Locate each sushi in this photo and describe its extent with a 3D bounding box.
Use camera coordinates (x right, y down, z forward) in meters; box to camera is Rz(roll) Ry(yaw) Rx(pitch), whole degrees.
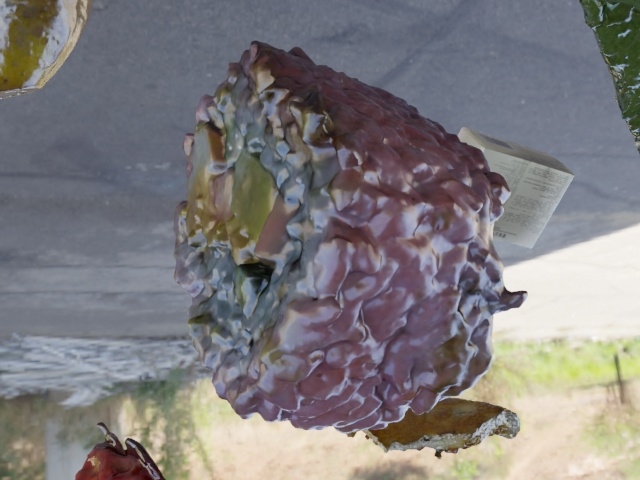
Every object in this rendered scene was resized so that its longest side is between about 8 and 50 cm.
[{"bbox_3d":[0.000,0.000,0.542,0.170,0.270,0.237,6,117,-30],"label":"sushi"}]

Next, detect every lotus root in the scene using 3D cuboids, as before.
[{"bbox_3d":[-0.319,-0.277,0.762,0.193,0.291,0.193,-4,171,-1],"label":"lotus root"}]

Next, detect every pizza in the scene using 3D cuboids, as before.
[{"bbox_3d":[0.151,0.268,1.119,0.270,0.056,0.134,-4,-163,2],"label":"pizza"}]

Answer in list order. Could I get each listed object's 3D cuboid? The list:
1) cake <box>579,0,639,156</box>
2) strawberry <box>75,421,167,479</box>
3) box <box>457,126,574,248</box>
[{"bbox_3d":[0.243,-0.141,0.596,0.283,0.158,0.172,10,143,-25],"label":"cake"},{"bbox_3d":[-0.122,0.308,0.553,0.150,0.280,0.253,-32,145,-34],"label":"strawberry"},{"bbox_3d":[0.321,-0.090,1.396,0.211,0.095,0.168,12,114,-26],"label":"box"}]
